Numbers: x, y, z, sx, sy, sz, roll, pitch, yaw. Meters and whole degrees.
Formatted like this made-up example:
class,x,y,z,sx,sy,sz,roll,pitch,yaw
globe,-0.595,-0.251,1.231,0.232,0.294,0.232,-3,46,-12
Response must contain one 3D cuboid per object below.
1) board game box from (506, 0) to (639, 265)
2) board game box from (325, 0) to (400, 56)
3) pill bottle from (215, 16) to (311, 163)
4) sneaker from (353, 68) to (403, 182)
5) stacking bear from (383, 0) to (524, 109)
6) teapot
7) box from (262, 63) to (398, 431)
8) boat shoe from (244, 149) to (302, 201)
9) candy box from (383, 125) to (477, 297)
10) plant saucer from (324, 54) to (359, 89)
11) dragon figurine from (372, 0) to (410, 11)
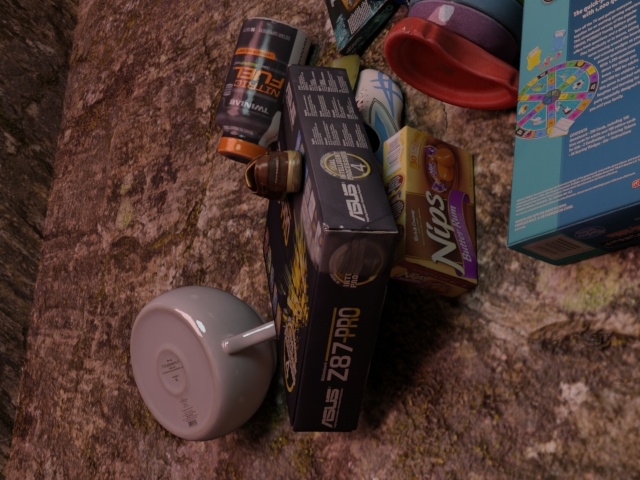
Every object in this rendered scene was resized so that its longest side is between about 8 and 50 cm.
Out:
class,x,y,z,sx,sy,sz,roll,pitch,yaw
board game box,0.310,-0.165,0.970,0.254,0.079,0.336,-22,54,54
board game box,0.064,-0.397,1.599,0.126,0.026,0.186,-43,37,29
pill bottle,-0.108,-0.258,1.724,0.130,0.130,0.245,3,77,61
sneaker,0.072,-0.171,1.397,0.085,0.086,0.237,-51,32,36
stacking bear,0.204,-0.322,1.186,0.289,0.175,0.164,-65,12,-9
teapot,-0.154,0.174,1.496,0.256,0.187,0.252,31,122,36
box,0.000,0.000,1.270,0.395,0.097,0.318,-102,19,-52
boat shoe,-0.065,-0.084,1.214,0.178,0.060,0.064,173,100,-79
candy box,0.131,-0.035,1.178,0.053,0.109,0.186,-36,43,48
plant saucer,-0.009,-0.189,1.531,0.241,0.037,0.241,-60,14,25
dragon figurine,0.084,-0.389,1.388,0.085,0.289,0.144,-55,-6,23
